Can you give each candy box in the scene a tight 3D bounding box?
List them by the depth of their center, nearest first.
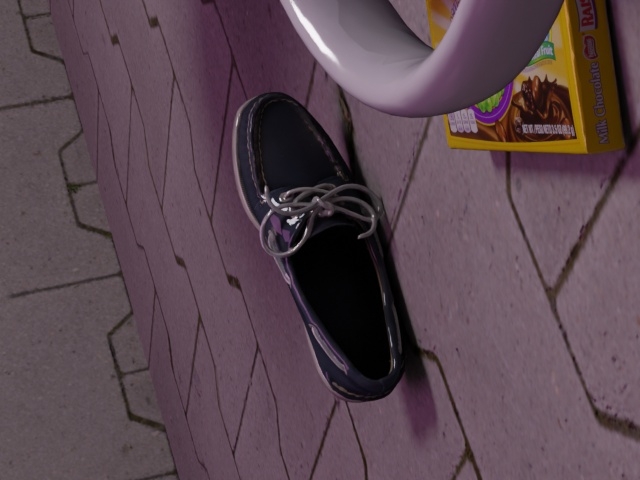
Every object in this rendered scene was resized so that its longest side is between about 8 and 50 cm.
[{"bbox_3d":[0.106,-0.101,0.923,0.206,0.027,0.105,-167,69,-74],"label":"candy box"}]

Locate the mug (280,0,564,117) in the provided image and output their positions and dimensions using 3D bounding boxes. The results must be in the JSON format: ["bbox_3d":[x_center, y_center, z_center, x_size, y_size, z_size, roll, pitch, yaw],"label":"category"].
[{"bbox_3d":[0.032,-0.222,0.598,0.328,0.276,0.374,50,145,44],"label":"mug"}]

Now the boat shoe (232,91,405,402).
[{"bbox_3d":[0.000,0.000,1.282,0.079,0.095,0.254,130,125,-74],"label":"boat shoe"}]
